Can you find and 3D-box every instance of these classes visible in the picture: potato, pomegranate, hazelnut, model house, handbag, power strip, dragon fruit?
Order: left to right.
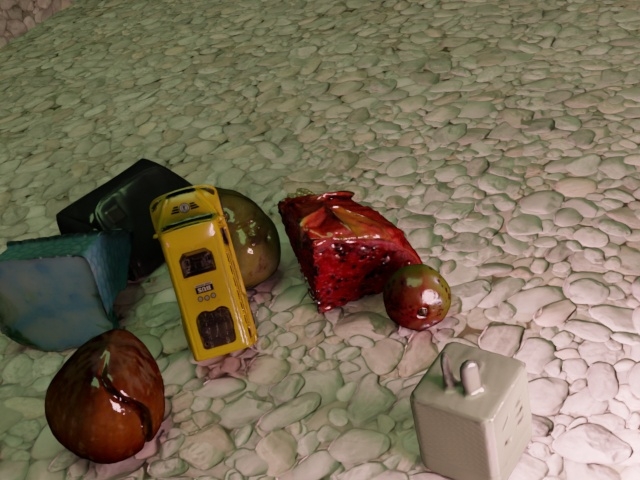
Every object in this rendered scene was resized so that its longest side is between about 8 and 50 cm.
[{"bbox_3d":[-0.538,0.074,1.798,0.261,0.226,0.241,-5,32,14],"label":"model house"},{"bbox_3d":[-0.382,0.268,1.471,0.217,0.218,0.234,-16,36,-4],"label":"hazelnut"},{"bbox_3d":[-0.439,-0.064,2.001,0.275,0.178,0.301,20,46,40],"label":"handbag"},{"bbox_3d":[-0.222,-0.021,1.840,0.218,0.203,0.351,-22,32,-17],"label":"potato"},{"bbox_3d":[0.000,0.000,1.724,0.240,0.302,0.330,-53,47,0],"label":"dragon fruit"},{"bbox_3d":[0.171,0.101,1.596,0.129,0.130,0.159,-30,30,-23],"label":"pomegranate"},{"bbox_3d":[0.227,0.245,1.271,0.139,0.224,0.140,14,41,35],"label":"power strip"}]

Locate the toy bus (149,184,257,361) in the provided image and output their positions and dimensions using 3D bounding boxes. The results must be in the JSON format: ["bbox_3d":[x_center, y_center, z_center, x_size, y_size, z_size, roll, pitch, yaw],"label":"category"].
[{"bbox_3d":[-0.224,0.058,1.612,0.145,0.331,0.151,-16,0,-3],"label":"toy bus"}]

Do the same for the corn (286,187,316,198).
[{"bbox_3d":[0.004,-0.059,1.932,0.210,0.087,0.087,24,48,38],"label":"corn"}]
